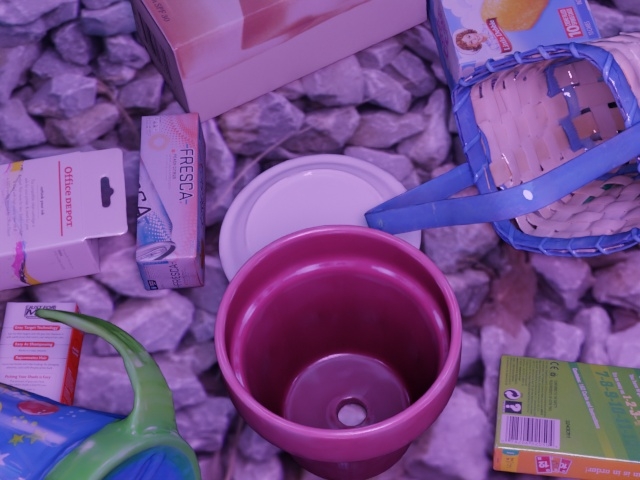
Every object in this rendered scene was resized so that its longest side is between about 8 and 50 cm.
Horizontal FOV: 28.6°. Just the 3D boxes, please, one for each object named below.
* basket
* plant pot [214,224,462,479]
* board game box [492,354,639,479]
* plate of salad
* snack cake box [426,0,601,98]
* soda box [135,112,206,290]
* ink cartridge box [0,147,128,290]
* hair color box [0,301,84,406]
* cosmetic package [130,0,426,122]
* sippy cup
[{"bbox_3d":[0.209,-0.076,1.140,0.289,0.255,0.201,-22,98,-27],"label":"basket"},{"bbox_3d":[0.019,0.116,1.082,0.201,0.180,0.201,-2,57,3],"label":"plant pot"},{"bbox_3d":[0.284,0.161,1.094,0.259,0.039,0.124,3,35,9],"label":"board game box"},{"bbox_3d":[0.000,0.000,1.237,0.200,0.048,0.200,-4,56,5],"label":"plate of salad"},{"bbox_3d":[0.194,-0.273,1.376,0.152,0.089,0.264,-10,56,-3],"label":"snack cake box"},{"bbox_3d":[-0.150,-0.042,1.272,0.063,0.058,0.183,-4,56,2],"label":"soda box"},{"bbox_3d":[-0.287,-0.019,1.263,0.198,0.067,0.115,-9,57,0],"label":"ink cartridge box"},{"bbox_3d":[-0.268,0.128,1.179,0.072,0.043,0.141,0,58,5],"label":"hair color box"},{"bbox_3d":[-0.047,-0.269,1.368,0.296,0.129,0.153,-27,58,-13],"label":"cosmetic package"},{"bbox_3d":[-0.252,0.219,1.014,0.224,0.240,0.305,23,56,25],"label":"sippy cup"}]
